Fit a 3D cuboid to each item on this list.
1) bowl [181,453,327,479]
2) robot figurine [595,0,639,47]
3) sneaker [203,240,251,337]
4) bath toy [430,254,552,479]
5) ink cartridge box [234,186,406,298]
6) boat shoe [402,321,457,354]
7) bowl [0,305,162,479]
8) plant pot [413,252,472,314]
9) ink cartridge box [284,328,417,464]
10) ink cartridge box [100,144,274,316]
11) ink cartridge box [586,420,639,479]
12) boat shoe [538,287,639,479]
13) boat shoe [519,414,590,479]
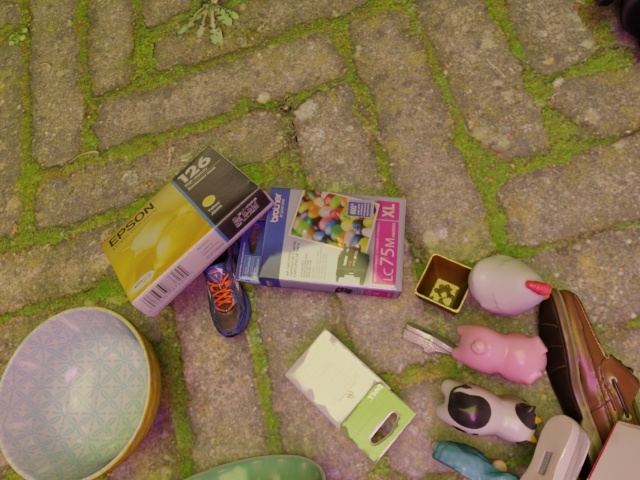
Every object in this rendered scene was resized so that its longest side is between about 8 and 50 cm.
[{"bbox_3d":[-0.125,0.454,0.721,0.312,0.311,0.163,-13,87,7],"label":"bowl"},{"bbox_3d":[0.667,-0.495,0.950,0.209,0.173,0.278,18,72,-14],"label":"robot figurine"},{"bbox_3d":[-0.193,0.079,0.965,0.083,0.087,0.221,-18,67,6],"label":"sneaker"},{"bbox_3d":[0.284,0.195,0.775,0.152,0.129,0.348,16,83,-27],"label":"bath toy"},{"bbox_3d":[0.000,0.000,0.941,0.311,0.065,0.185,4,70,5],"label":"ink cartridge box"},{"bbox_3d":[0.190,0.180,0.877,0.100,0.035,0.035,24,104,15],"label":"boat shoe"},{"bbox_3d":[-0.397,0.275,0.898,0.290,0.156,0.289,-4,69,11],"label":"bowl"},{"bbox_3d":[0.217,0.083,0.875,0.081,0.083,0.081,24,76,20],"label":"plant pot"},{"bbox_3d":[0.052,0.262,0.857,0.209,0.062,0.109,40,82,22],"label":"ink cartridge box"},{"bbox_3d":[-0.285,-0.049,0.988,0.303,0.072,0.307,-45,48,-6],"label":"ink cartridge box"},{"bbox_3d":[0.462,0.380,0.644,0.237,0.100,0.172,39,75,-8],"label":"ink cartridge box"},{"bbox_3d":[0.424,0.221,0.775,0.105,0.110,0.307,-10,78,5],"label":"boat shoe"},{"bbox_3d":[0.316,0.334,0.688,0.063,0.066,0.184,34,71,-15],"label":"boat shoe"}]
